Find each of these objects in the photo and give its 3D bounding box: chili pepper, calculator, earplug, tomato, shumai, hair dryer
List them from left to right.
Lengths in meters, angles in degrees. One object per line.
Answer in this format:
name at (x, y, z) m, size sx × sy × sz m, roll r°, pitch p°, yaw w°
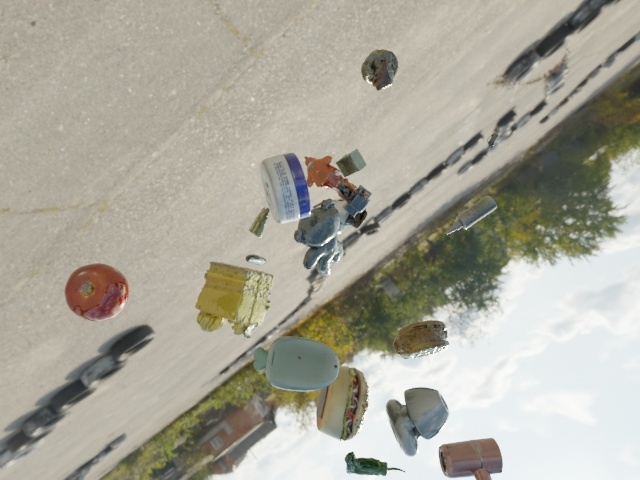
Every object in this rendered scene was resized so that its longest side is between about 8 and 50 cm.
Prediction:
tomato at (-0.713, 0.166, 1.510) m, size 0.195 × 0.195 × 0.136 m, roll -38°, pitch 170°, yaw -3°
calculator at (-0.085, 0.421, 1.613) m, size 0.041 × 0.299 × 0.185 m, roll 95°, pitch 3°, yaw -58°
chili pepper at (0.184, 0.862, 1.801) m, size 0.279 × 0.065 × 0.122 m, roll 24°, pitch 137°, yaw -30°
shumai at (0.217, -0.581, 1.608) m, size 0.139 × 0.105 × 0.123 m, roll -26°, pitch 150°, yaw -48°
earplug at (0.345, 0.663, 1.736) m, size 0.175 × 0.214 × 0.325 m, roll -2°, pitch 141°, yaw -28°
hair dryer at (0.576, 0.891, 1.684) m, size 0.211 × 0.352 × 0.125 m, roll -5°, pitch 127°, yaw -3°

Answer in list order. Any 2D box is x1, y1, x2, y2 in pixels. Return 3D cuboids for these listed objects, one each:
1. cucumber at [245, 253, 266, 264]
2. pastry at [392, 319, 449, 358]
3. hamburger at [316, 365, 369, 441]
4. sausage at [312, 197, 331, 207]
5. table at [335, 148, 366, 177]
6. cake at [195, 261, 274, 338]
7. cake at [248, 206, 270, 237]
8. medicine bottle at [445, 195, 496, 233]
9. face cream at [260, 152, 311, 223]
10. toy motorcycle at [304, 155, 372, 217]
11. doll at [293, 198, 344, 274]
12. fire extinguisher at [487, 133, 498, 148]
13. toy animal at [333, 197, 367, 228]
cucumber at (-0.221, 0.067, 1.639) m, size 0.036 × 0.033 × 0.184 m, roll -26°, pitch 168°, yaw 7°
pastry at (0.433, 0.441, 2.019) m, size 0.240 × 0.132 × 0.235 m, roll -1°, pitch 148°, yaw -11°
hamburger at (0.090, 0.645, 1.862) m, size 0.300 × 0.176 × 0.300 m, roll -167°, pitch -90°, yaw -83°
sausage at (0.007, -0.176, 2.228) m, size 0.100 × 0.015 × 0.015 m, roll -24°, pitch 174°, yaw 12°
table at (0.119, -0.302, 1.837) m, size 0.083 × 0.079 × 0.062 m, roll -20°, pitch -163°, yaw 46°
cake at (-0.351, 0.244, 1.891) m, size 0.222 × 0.228 × 0.285 m, roll 24°, pitch 77°, yaw -63°
cake at (-0.269, -0.084, 2.068) m, size 0.055 × 0.051 × 0.139 m, roll 19°, pitch 90°, yaw -53°
medicine bottle at (0.525, -0.081, 1.659) m, size 0.199 × 0.057 × 0.057 m, roll -34°, pitch 172°, yaw 0°
face cream at (-0.110, -0.154, 1.411) m, size 0.111 × 0.205 × 0.206 m, roll -16°, pitch 167°, yaw -10°
toy motorcycle at (0.065, -0.225, 1.862) m, size 0.147 × 0.326 × 0.221 m, roll -51°, pitch -169°, yaw 13°
doll at (-0.006, -0.005, 1.800) m, size 0.246 × 0.158 × 0.340 m, roll -49°, pitch 154°, yaw -17°
fire extinguisher at (0.656, -0.382, 1.794) m, size 0.083 × 0.038 × 0.025 m, roll -50°, pitch 180°, yaw -39°
toy animal at (0.121, -0.134, 2.189) m, size 0.166 × 0.179 × 0.138 m, roll 118°, pitch -11°, yaw -77°
